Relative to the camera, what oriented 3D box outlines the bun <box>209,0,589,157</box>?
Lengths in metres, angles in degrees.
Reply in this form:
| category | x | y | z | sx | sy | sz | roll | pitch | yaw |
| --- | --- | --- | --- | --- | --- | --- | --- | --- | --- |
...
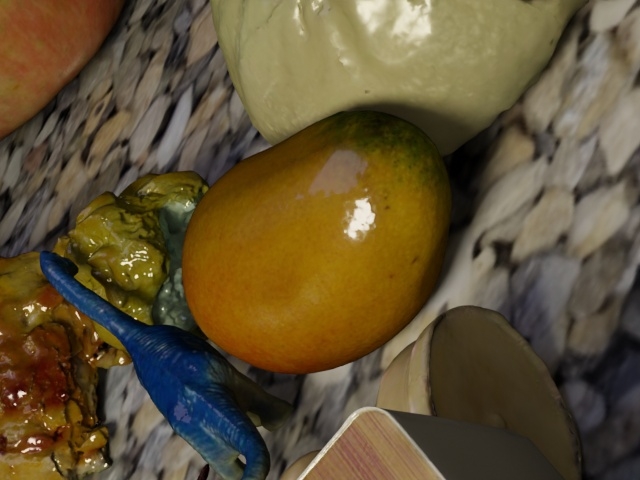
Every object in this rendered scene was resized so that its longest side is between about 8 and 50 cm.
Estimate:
| category | x | y | z | sx | sy | sz | roll | pitch | yaw |
| --- | --- | --- | --- | --- | --- | --- | --- | --- | --- |
| bun | 0.036 | -0.231 | 1.099 | 0.364 | 0.202 | 0.364 | -37 | 38 | 35 |

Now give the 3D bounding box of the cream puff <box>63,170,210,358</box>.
| category | x | y | z | sx | sy | sz | roll | pitch | yaw |
| --- | --- | --- | --- | --- | --- | --- | --- | --- | --- |
| cream puff | -0.137 | 0.014 | 1.215 | 0.121 | 0.156 | 0.156 | -2 | 63 | 34 |

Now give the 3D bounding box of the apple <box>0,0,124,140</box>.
| category | x | y | z | sx | sy | sz | roll | pitch | yaw |
| --- | --- | --- | --- | --- | --- | --- | --- | --- | --- |
| apple | -0.408 | -0.270 | 1.588 | 0.391 | 0.346 | 0.391 | -40 | 21 | 19 |

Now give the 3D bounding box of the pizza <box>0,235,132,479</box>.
| category | x | y | z | sx | sy | sz | roll | pitch | yaw |
| --- | --- | --- | --- | --- | --- | --- | --- | --- | --- |
| pizza | -0.261 | 0.080 | 1.309 | 0.289 | 0.081 | 0.229 | 34 | 78 | 34 |

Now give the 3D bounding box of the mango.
| category | x | y | z | sx | sy | sz | roll | pitch | yaw |
| --- | --- | --- | --- | --- | --- | --- | --- | --- | --- |
| mango | 0.001 | 0.006 | 1.021 | 0.221 | 0.151 | 0.120 | -24 | 4 | 41 |

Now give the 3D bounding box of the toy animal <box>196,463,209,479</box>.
| category | x | y | z | sx | sy | sz | roll | pitch | yaw |
| --- | --- | --- | --- | --- | --- | --- | --- | --- | --- |
| toy animal | -0.117 | 0.247 | 1.075 | 0.202 | 0.070 | 0.105 | -69 | 14 | -5 |

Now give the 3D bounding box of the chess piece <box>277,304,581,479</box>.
| category | x | y | z | sx | sy | sz | roll | pitch | yaw |
| --- | --- | --- | --- | --- | --- | --- | --- | --- | --- |
| chess piece | 0.006 | 0.178 | 0.926 | 0.307 | 0.124 | 0.139 | -42 | 68 | 34 |

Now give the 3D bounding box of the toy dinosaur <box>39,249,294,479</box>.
| category | x | y | z | sx | sy | sz | roll | pitch | yaw |
| --- | --- | --- | --- | --- | --- | --- | --- | --- | --- |
| toy dinosaur | -0.111 | 0.086 | 1.055 | 0.075 | 0.188 | 0.247 | -50 | 15 | 4 |

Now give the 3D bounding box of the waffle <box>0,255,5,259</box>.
| category | x | y | z | sx | sy | sz | roll | pitch | yaw |
| --- | --- | --- | --- | --- | --- | --- | --- | --- | --- |
| waffle | -0.314 | 0.128 | 1.438 | 0.197 | 0.070 | 0.193 | -52 | 34 | 20 |

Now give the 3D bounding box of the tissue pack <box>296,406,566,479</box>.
| category | x | y | z | sx | sy | sz | roll | pitch | yaw |
| --- | --- | --- | --- | --- | --- | --- | --- | --- | --- |
| tissue pack | 0.081 | 0.212 | 0.682 | 0.159 | 0.136 | 0.246 | -52 | 57 | 16 |
